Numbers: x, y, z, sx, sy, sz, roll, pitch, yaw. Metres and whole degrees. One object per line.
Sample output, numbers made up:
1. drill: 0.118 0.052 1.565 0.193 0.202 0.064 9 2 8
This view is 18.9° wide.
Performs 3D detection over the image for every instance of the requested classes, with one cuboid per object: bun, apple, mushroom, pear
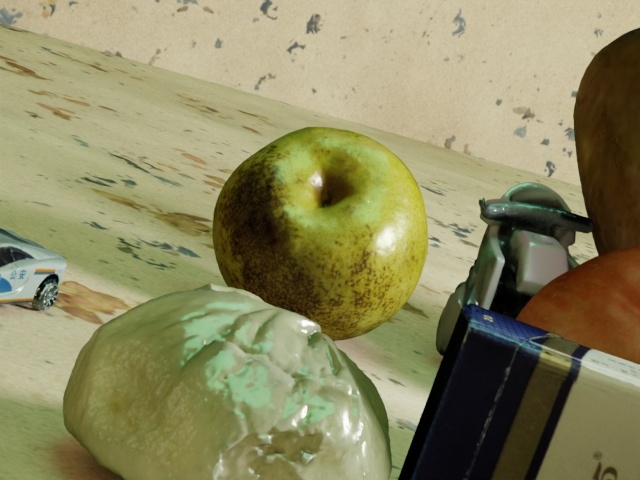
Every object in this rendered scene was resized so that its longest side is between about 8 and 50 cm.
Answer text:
1. bun: -0.046 0.103 1.224 0.220 0.134 0.220 19 6 -2
2. apple: 0.265 0.123 1.431 0.242 0.242 0.241 14 13 -30
3. mushroom: 0.353 -0.002 1.815 0.397 0.224 0.313 64 16 -6
4. pear: 0.000 0.000 1.757 0.197 0.197 0.197 19 10 -3

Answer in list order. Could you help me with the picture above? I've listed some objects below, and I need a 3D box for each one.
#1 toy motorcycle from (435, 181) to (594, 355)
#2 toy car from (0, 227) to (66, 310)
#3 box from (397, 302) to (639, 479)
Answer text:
1. toy motorcycle: 0.203 0.053 1.806 0.143 0.188 0.327 13 11 -15
2. toy car: -0.276 0.018 1.487 0.095 0.056 0.205 25 11 21
3. box: 0.185 0.162 1.254 0.259 0.168 0.071 21 12 1
